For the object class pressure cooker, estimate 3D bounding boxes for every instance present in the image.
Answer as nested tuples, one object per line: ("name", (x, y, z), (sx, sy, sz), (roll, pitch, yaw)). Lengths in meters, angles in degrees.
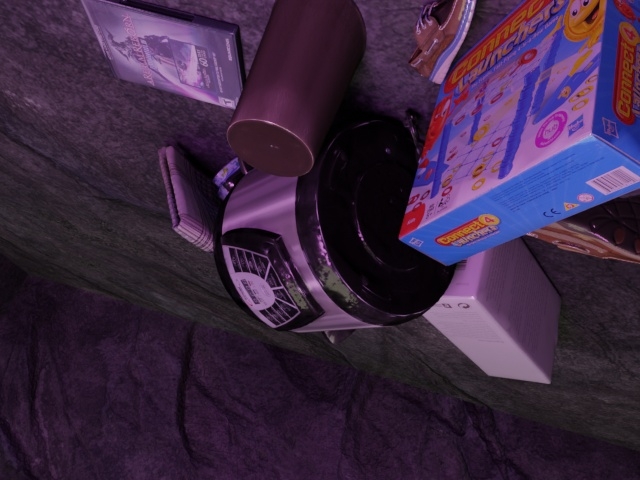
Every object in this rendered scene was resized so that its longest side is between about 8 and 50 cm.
("pressure cooker", (0.005, -0.001, 1.055), (0.376, 0.369, 0.420), (22, 158, -33))

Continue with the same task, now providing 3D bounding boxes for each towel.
("towel", (-0.229, -0.059, 1.243), (0.056, 0.324, 0.312), (-40, 133, 12))

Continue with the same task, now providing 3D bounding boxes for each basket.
("basket", (-0.037, -0.219, 0.800), (0.154, 0.226, 0.204), (18, 156, 1))

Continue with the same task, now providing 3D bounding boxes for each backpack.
("backpack", (-0.189, -0.134, 1.233), (0.084, 0.105, 0.114), (45, 154, -2))

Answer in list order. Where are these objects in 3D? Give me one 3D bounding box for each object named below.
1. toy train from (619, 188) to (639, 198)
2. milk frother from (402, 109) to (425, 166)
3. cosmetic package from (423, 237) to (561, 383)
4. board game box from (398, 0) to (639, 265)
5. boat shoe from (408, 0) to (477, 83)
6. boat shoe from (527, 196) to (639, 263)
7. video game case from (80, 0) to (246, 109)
("toy train", (0.345, -0.136, 0.685), (0.142, 0.190, 0.334), (39, 164, -13))
("milk frother", (0.220, -0.166, 0.901), (0.135, 0.143, 0.129), (-18, -176, -3))
("cosmetic package", (0.381, 0.127, 1.219), (0.162, 0.230, 0.453), (-4, 146, 41))
("board game box", (0.241, -0.154, 0.652), (0.086, 0.302, 0.308), (27, 153, -15))
("boat shoe", (0.159, -0.280, 0.730), (0.066, 0.066, 0.183), (19, 155, 2))
("boat shoe", (0.469, -0.036, 0.975), (0.324, 0.122, 0.120), (23, 161, 11))
("video game case", (-0.267, -0.331, 0.971), (0.274, 0.026, 0.196), (15, 155, 5))
